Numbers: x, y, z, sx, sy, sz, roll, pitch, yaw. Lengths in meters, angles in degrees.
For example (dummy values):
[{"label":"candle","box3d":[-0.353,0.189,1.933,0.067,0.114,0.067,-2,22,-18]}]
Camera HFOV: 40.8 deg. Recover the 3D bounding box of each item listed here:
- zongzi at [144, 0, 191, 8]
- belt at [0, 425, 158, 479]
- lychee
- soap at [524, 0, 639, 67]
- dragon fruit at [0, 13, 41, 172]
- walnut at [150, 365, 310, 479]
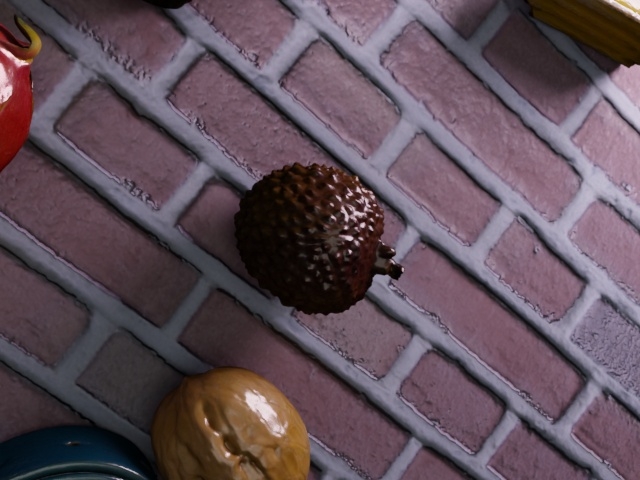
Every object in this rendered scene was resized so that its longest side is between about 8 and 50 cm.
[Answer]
[{"label":"zongzi","box3d":[-0.234,-0.471,1.028,0.289,0.154,0.318,22,104,-17]},{"label":"belt","box3d":[-0.388,0.433,1.085,0.436,0.173,0.300,-34,107,-11]},{"label":"lychee","box3d":[0.000,0.000,1.154,0.238,0.200,0.200,19,90,4]},{"label":"soap","box3d":[0.405,-0.345,1.258,0.257,0.160,0.080,23,87,-19]},{"label":"dragon fruit","box3d":[-0.435,-0.176,0.986,0.224,0.224,0.227,10,86,-18]},{"label":"walnut","box3d":[-0.119,0.272,1.149,0.195,0.195,0.222,-38,98,-10]}]
